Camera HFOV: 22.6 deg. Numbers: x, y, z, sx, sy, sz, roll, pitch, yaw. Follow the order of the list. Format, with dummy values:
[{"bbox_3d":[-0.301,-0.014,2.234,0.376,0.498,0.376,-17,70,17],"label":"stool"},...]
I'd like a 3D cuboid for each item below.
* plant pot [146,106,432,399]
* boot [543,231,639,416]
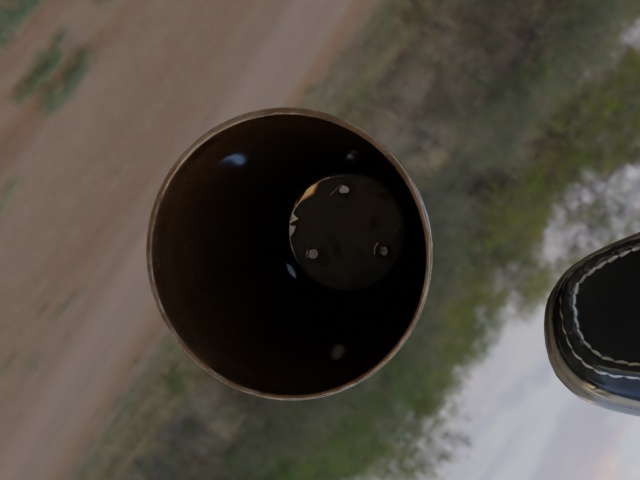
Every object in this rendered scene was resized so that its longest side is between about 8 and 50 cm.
[{"bbox_3d":[0.000,0.000,1.280,0.215,0.215,0.230,-53,173,12],"label":"plant pot"},{"bbox_3d":[0.318,-0.011,0.872,0.284,0.377,0.138,83,3,-66],"label":"boot"}]
